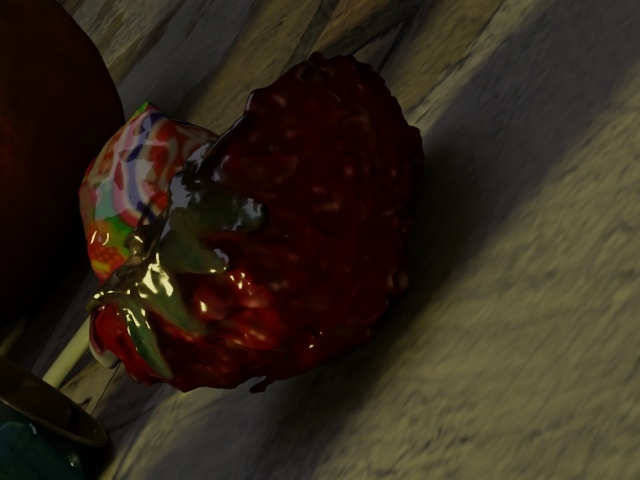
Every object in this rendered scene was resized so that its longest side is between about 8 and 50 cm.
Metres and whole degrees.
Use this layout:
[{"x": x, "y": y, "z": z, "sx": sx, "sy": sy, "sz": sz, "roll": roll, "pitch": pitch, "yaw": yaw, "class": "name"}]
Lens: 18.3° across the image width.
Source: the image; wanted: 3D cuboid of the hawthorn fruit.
[{"x": -0.410, "y": -0.107, "z": 1.821, "sx": 0.472, "sy": 0.472, "sz": 0.472, "roll": -48, "pitch": 16, "yaw": 18, "class": "hawthorn fruit"}]

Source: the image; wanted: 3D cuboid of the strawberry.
[{"x": 0.000, "y": 0.000, "z": 0.991, "sx": 0.190, "sy": 0.111, "sz": 0.236, "roll": -57, "pitch": -12, "yaw": 32, "class": "strawberry"}]

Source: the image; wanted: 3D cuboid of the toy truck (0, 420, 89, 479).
[{"x": -0.198, "y": 0.202, "z": 1.020, "sx": 0.279, "sy": 0.155, "sz": 0.156, "roll": -35, "pitch": 15, "yaw": 52, "class": "toy truck"}]

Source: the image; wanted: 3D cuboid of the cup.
[{"x": -0.219, "y": 0.165, "z": 1.250, "sx": 0.155, "sy": 0.131, "sz": 0.176, "roll": -57, "pitch": 40, "yaw": 3, "class": "cup"}]

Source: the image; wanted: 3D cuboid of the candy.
[{"x": -0.140, "y": 0.032, "z": 1.357, "sx": 0.365, "sy": 0.124, "sz": 0.124, "roll": -47, "pitch": 14, "yaw": 55, "class": "candy"}]
